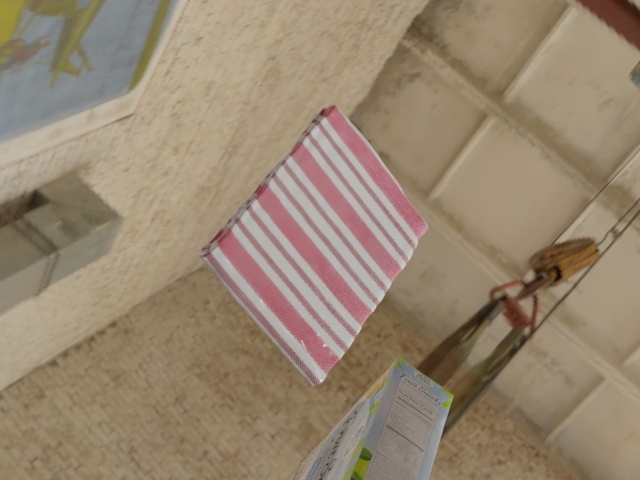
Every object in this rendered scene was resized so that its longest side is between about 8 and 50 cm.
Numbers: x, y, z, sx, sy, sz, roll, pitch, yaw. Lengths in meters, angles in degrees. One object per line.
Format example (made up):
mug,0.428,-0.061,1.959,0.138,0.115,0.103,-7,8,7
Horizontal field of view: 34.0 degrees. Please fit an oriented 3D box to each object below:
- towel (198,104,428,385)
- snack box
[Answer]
towel,0.000,0.000,0.836,0.029,0.197,0.144,-15,-60,50
snack box,0.023,0.222,0.896,0.070,0.207,0.174,36,-58,-4
